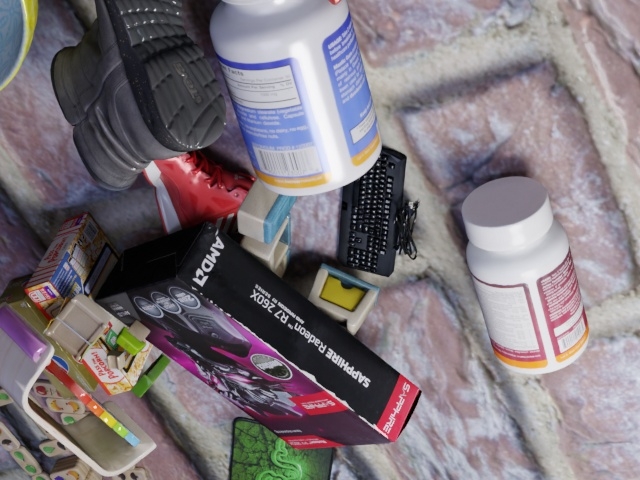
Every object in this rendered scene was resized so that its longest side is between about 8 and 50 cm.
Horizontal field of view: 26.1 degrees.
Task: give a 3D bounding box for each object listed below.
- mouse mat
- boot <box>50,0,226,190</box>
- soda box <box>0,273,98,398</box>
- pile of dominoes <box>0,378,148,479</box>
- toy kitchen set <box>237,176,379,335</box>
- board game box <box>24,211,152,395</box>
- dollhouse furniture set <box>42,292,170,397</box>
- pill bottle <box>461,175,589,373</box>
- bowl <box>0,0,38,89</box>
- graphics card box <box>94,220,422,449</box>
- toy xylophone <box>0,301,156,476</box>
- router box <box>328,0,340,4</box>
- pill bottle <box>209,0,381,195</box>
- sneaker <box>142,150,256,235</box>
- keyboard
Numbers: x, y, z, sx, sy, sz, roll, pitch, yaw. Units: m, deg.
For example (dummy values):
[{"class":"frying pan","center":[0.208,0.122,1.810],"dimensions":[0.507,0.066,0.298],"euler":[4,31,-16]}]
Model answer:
[{"class":"mouse mat","center":[-0.060,0.340,2.036],"dimensions":[0.153,0.007,0.189],"euler":[12,131,7]},{"class":"boot","center":[-0.237,-0.231,1.513],"dimensions":[0.223,0.118,0.338],"euler":[-15,87,52]},{"class":"soda box","center":[-0.374,0.134,1.924],"dimensions":[0.058,0.061,0.181],"euler":[-15,122,27]},{"class":"pile of dominoes","center":[-0.405,0.316,2.096],"dimensions":[0.196,0.040,0.251],"euler":[-19,121,29]},{"class":"toy kitchen set","center":[0.000,0.000,1.681],"dimensions":[0.166,0.122,0.207],"euler":[23,153,10]},{"class":"board game box","center":[-0.289,0.083,1.803],"dimensions":[0.045,0.146,0.193],"euler":[-18,121,28]},{"class":"dollhouse furniture set","center":[-0.263,0.125,1.729],"dimensions":[0.152,0.058,0.076],"euler":[39,118,-3]},{"class":"pill bottle","center":[0.240,0.041,1.629],"dimensions":[0.121,0.121,0.221],"euler":[-6,126,20]},{"class":"bowl","center":[-0.428,-0.307,1.521],"dimensions":[0.289,0.156,0.289],"euler":[9,130,10]},{"class":"graphics card box","center":[-0.080,0.132,1.750],"dimensions":[0.371,0.094,0.233],"euler":[41,151,-22]},{"class":"toy xylophone","center":[-0.352,0.188,1.795],"dimensions":[0.236,0.081,0.322],"euler":[38,168,27]},{"class":"router box","center":[-0.004,-0.443,1.271],"dimensions":[0.335,0.082,0.301],"euler":[41,107,-17]},{"class":"pill bottle","center":[-0.033,-0.197,1.497],"dimensions":[0.152,0.152,0.272],"euler":[-3,126,19]},{"class":"sneaker","center":[-0.145,-0.094,1.675],"dimensions":[0.128,0.087,0.221],"euler":[-8,135,8]},{"class":"keyboard","center":[0.071,-0.027,1.679],"dimensions":[0.100,0.038,0.192],"euler":[10,131,9]}]
